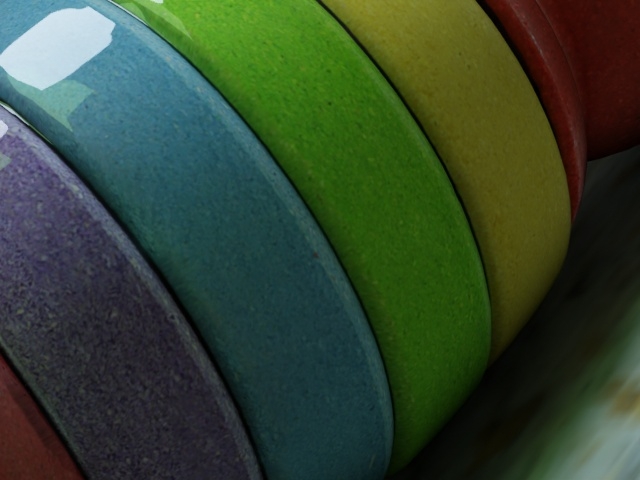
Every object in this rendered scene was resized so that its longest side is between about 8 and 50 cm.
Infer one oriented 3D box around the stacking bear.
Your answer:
[{"bbox_3d":[-0.005,-0.026,0.505,0.289,0.164,0.175,-37,-32,-22],"label":"stacking bear"}]
